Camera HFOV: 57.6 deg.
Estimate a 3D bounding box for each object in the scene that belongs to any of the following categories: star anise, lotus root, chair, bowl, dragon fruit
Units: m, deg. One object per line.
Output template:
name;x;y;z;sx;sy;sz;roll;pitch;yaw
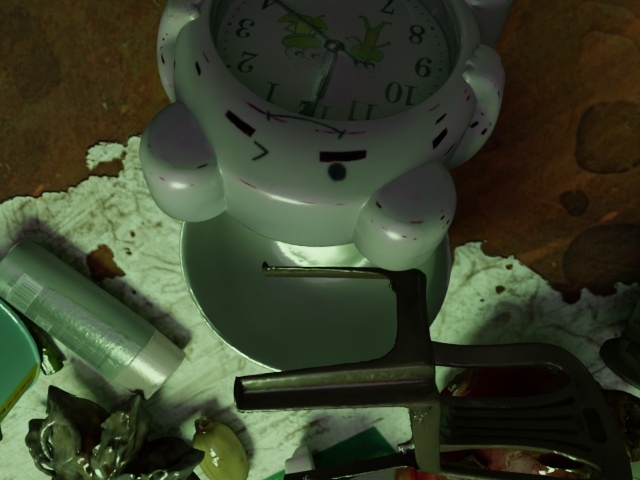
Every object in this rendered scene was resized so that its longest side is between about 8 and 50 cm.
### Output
star anise;-0.306;0.349;0.869;0.332;0.117;0.331;11;122;19
lotus root;-0.151;0.319;0.876;0.073;0.062;0.150;-8;112;37
chair;0.111;0.126;0.530;0.326;0.175;0.183;-5;127;7
bowl;0.000;0.000;0.662;0.287;0.144;0.287;4;115;8
dragon fruit;0.224;0.259;0.694;0.250;0.250;0.315;28;156;-5

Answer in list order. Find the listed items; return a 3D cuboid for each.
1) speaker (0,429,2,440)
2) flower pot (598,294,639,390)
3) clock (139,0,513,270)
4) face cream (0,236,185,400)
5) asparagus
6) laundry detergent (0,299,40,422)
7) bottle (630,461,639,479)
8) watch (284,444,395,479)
speaker;-0.636;0.291;0.945;0.218;0.044;0.082;6;115;5
flower pot;0.427;0.061;0.615;0.212;0.212;0.202;8;101;5
clock;0.008;-0.147;0.502;0.296;0.322;0.113;14;154;2
face cream;-0.319;0.112;0.800;0.269;0.073;0.107;40;119;-10
asparagus;-0.431;0.126;0.848;0.036;0.030;0.165;-17;112;30
laundry detergent;-0.571;0.217;0.730;0.287;0.305;0.287;7;127;10
bottle;0.436;0.320;0.762;0.110;0.110;0.233;35;115;-8
watch;0.069;0.408;0.835;0.218;0.211;0.248;-9;121;-8
